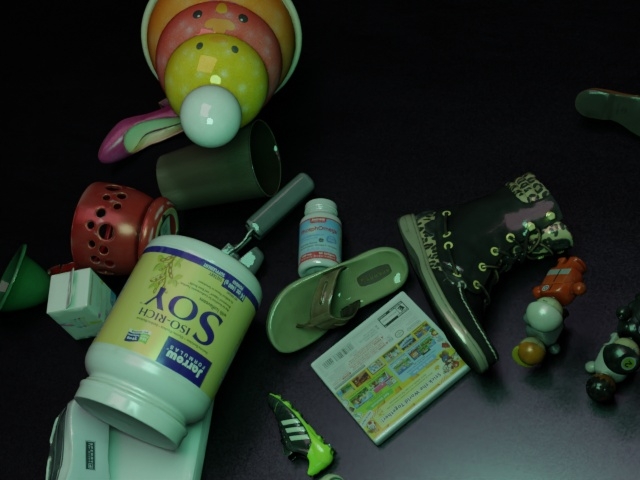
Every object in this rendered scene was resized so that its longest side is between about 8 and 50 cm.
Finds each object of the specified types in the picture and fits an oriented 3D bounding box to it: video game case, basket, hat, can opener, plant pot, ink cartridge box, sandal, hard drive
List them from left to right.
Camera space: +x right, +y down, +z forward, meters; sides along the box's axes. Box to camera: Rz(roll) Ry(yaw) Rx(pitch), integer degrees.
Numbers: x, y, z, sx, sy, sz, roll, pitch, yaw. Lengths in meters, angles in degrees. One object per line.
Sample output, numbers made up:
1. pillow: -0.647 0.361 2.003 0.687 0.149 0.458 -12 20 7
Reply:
1. hat: -0.587 0.115 2.097 0.208 0.184 0.173 -41 32 44
2. ink cartridge box: -0.488 0.125 1.982 0.090 0.143 0.092 -12 56 11
3. plant pot: -0.398 -0.015 2.009 0.174 0.191 0.191 11 62 12
4. hard drive: -0.330 0.409 1.810 0.233 0.047 0.353 -3 58 17
5. basket: -0.219 -0.147 2.061 0.227 0.154 0.204 -14 30 16
6. can opener: -0.109 -0.015 2.003 0.283 0.076 0.095 -43 88 -11
7. sandal: 0.030 0.105 1.826 0.303 0.120 0.086 -31 13 -4
8. video game case: 0.128 0.230 1.782 0.227 0.026 0.206 -38 55 -8

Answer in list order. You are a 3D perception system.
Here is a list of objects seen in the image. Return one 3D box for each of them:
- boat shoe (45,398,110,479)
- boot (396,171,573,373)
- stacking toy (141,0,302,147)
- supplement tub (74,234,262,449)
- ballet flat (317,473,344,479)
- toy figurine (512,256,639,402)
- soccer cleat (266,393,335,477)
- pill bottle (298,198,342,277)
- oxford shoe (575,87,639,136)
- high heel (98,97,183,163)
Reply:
1. boat shoe: -0.447 0.429 1.750 0.102 0.108 0.301 -33 51 38
2. boot: 0.319 0.042 1.761 0.284 0.138 0.377 -23 41 2
3. stacking toy: -0.202 -0.331 1.976 0.351 0.350 0.480 -18 34 7
4. supplement tub: -0.274 0.182 1.759 0.241 0.241 0.331 13 64 25
5. ballet flat: -0.016 0.512 1.629 0.086 0.086 0.248 6 60 22
6. toy figurine: 0.434 0.156 1.604 0.213 0.209 0.148 28 59 14
7. soccer cleat: -0.050 0.346 1.749 0.072 0.060 0.179 -42 58 -8
8. pill bottle: 0.000 0.000 1.932 0.087 0.087 0.160 -8 57 14
9. oxford shoe: 0.612 -0.256 1.904 0.212 0.076 0.076 24 29 19
10. high heel: -0.387 -0.239 2.219 0.244 0.082 0.117 -35 44 -21
